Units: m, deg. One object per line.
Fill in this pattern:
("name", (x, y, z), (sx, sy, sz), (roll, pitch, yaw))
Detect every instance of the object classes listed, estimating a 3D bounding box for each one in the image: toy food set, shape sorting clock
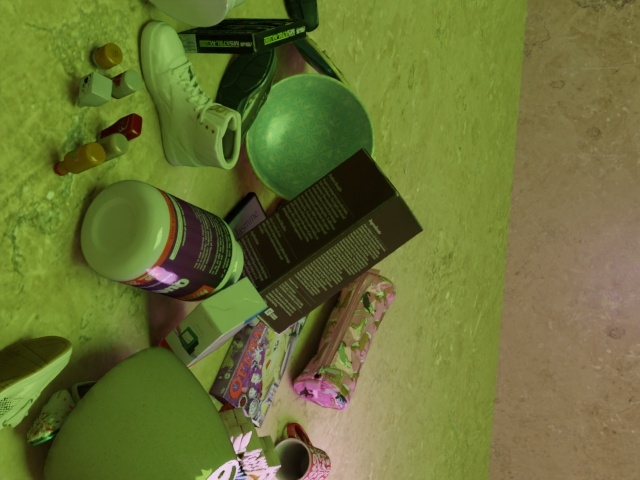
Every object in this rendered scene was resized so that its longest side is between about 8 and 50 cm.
("toy food set", (-0.382, -0.215, 1.555), (0.111, 0.104, 0.232), (22, 61, -47))
("shape sorting clock", (0.000, -0.413, 2.042), (0.040, 0.206, 0.206), (-46, 147, 1))

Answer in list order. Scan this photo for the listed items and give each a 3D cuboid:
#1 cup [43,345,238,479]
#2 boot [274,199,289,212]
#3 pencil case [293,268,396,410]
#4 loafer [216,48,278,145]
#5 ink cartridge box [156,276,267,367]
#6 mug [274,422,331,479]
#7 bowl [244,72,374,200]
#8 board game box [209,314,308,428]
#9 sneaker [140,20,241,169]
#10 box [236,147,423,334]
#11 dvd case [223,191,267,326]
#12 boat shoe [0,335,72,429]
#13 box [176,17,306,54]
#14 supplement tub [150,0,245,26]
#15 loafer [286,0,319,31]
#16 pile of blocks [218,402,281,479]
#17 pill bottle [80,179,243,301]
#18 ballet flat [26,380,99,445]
("cup", (-0.290, 0.393, 1.620), (0.331, 0.237, 0.331), (-46, 158, -25))
("boot", (-0.023, -0.049, 2.245), (0.280, 0.096, 0.264), (-61, 139, -43))
("pencil case", (0.069, 0.257, 2.400), (0.160, 0.167, 0.386), (37, 61, -19))
("loafer", (-0.165, -0.290, 1.895), (0.267, 0.096, 0.084), (-63, 157, -12))
("ink cartridge box", (-0.223, 0.176, 1.786), (0.134, 0.231, 0.078), (-30, 82, -45))
("mug", (-0.038, 0.563, 2.352), (0.169, 0.113, 0.150), (38, 68, -61))
("bowl", (-0.038, -0.219, 2.028), (0.156, 0.289, 0.289), (177, -75, -76))
("board game box", (-0.133, 0.250, 2.153), (0.208, 0.056, 0.347), (50, 56, -49))
("sneaker", (-0.229, -0.270, 1.698), (0.108, 0.169, 0.292), (-44, 134, -43))
("box", (0.000, 0.000, 1.891), (0.381, 0.191, 0.143), (-37, 131, 6))
("dvd case", (-0.152, 0.043, 2.027), (0.180, 0.022, 0.253), (-51, 130, -35))
("boat shoe", (-0.511, 0.255, 1.447), (0.277, 0.098, 0.096), (-37, 130, -39))
("box", (-0.155, -0.401, 1.765), (0.184, 0.190, 0.045), (-33, 124, -54))
("supplement tub", (-0.183, -0.564, 1.626), (0.316, 0.228, 0.228), (-63, 146, -27))
("loafer", (-0.038, -0.568, 2.029), (0.076, 0.078, 0.223), (-55, 142, -36))
("pile of blocks", (-0.202, 0.462, 2.066), (0.362, 0.149, 0.113), (67, -1, -57))
("pill bottle", (-0.279, 0.012, 1.682), (0.323, 0.181, 0.181), (27, 75, -59))
("ballet flat", (-0.440, 0.298, 1.614), (0.241, 0.091, 0.077), (-12, 79, -63))
